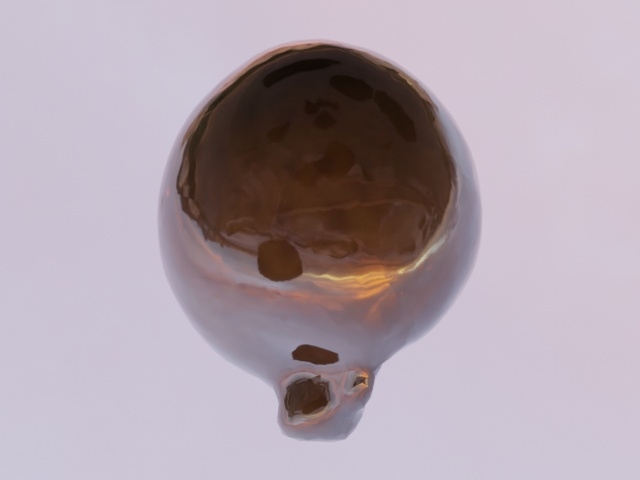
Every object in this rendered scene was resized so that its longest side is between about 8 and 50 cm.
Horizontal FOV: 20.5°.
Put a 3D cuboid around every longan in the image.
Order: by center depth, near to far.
[{"bbox_3d":[0.000,0.000,0.898,0.159,0.204,0.185,2,179,-30],"label":"longan"}]
